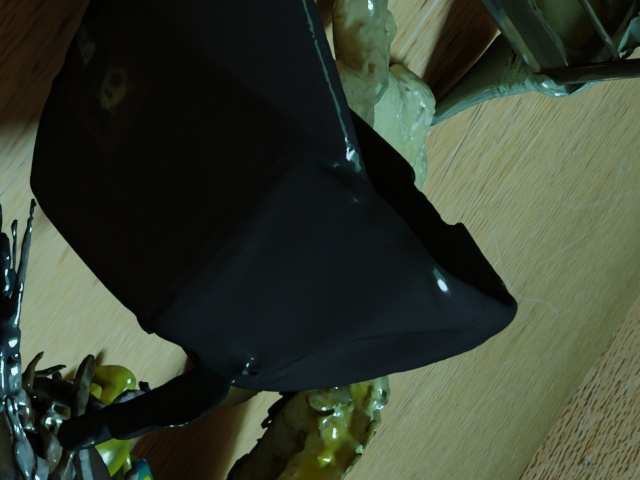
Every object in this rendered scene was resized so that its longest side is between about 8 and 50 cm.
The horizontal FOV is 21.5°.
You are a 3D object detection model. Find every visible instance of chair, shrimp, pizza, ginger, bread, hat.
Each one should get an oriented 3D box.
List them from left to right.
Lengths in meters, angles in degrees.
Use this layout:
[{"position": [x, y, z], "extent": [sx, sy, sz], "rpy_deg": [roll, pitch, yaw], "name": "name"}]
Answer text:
[{"position": [-0.159, 0.123, 0.898], "extent": [0.116, 0.145, 0.343], "rpy_deg": [-112, -156, -64], "name": "shrimp"}, {"position": [-0.076, -0.035, 0.799], "extent": [0.209, 0.238, 0.336], "rpy_deg": [-36, 124, 2], "name": "hat"}, {"position": [-0.088, 0.284, 1.350], "extent": [0.435, 0.080, 0.392], "rpy_deg": [-59, -179, -14], "name": "pizza"}, {"position": [-0.008, -0.083, 1.091], "extent": [0.149, 0.065, 0.259], "rpy_deg": [6, 104, -51], "name": "ginger"}, {"position": [0.000, 0.000, 1.295], "extent": [0.316, 0.054, 0.316], "rpy_deg": [-51, 162, -25], "name": "bread"}, {"position": [0.173, -0.203, 1.302], "extent": [0.160, 0.319, 0.186], "rpy_deg": [-49, 116, -30], "name": "chair"}]

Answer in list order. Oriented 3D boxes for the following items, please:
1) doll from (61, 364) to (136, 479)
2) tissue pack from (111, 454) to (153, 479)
[{"position": [-0.164, 0.166, 1.062], "extent": [0.188, 0.096, 0.145], "rpy_deg": [-35, 128, -70], "name": "doll"}, {"position": [-0.169, 0.209, 1.167], "extent": [0.111, 0.079, 0.085], "rpy_deg": [-40, 123, -44], "name": "tissue pack"}]
